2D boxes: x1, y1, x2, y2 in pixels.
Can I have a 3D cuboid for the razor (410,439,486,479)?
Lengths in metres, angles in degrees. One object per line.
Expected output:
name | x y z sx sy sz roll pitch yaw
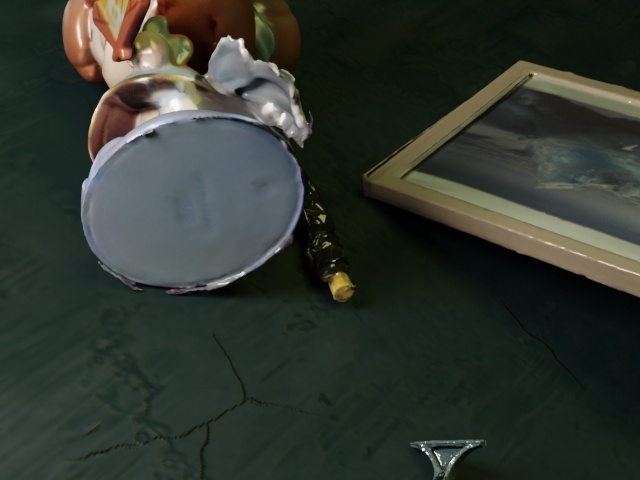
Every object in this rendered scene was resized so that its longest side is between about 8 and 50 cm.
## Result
razor | 0.071 0.217 0.968 0.066 0.033 0.190 -8 24 31

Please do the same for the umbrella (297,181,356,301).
umbrella | 0.000 0.000 1.188 0.040 0.037 0.144 -15 46 -8

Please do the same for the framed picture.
framed picture | 0.315 -0.062 1.292 0.446 0.028 0.326 21 42 30

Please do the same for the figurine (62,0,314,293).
figurine | -0.113 -0.164 1.157 0.248 0.276 0.388 -10 42 -9
